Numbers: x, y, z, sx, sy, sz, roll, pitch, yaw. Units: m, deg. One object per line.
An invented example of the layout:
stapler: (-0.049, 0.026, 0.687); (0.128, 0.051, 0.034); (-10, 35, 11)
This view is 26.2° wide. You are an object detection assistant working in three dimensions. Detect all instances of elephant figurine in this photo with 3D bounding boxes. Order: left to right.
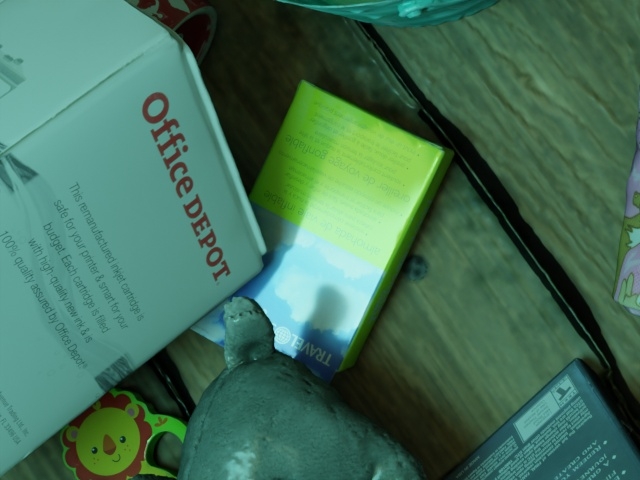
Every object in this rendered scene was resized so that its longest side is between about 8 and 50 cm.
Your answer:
elephant figurine: (-0.056, 0.197, 0.799); (0.186, 0.169, 0.239); (38, 67, 13)

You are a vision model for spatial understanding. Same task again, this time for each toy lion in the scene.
toy lion: (-0.127, 0.144, 0.934); (0.100, 0.034, 0.096); (-15, 77, 16)

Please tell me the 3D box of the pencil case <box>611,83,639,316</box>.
pencil case: (0.268, -0.122, 0.748); (0.167, 0.160, 0.386); (13, 95, 34)

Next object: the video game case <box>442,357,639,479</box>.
video game case: (0.116, 0.198, 0.750); (0.026, 0.274, 0.196); (40, 102, -22)

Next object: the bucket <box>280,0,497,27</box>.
bucket: (0.038, -0.258, 0.810); (0.281, 0.183, 0.281); (0, 90, 16)

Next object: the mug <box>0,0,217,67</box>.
mug: (-0.151, -0.177, 0.905); (0.169, 0.113, 0.150); (36, 101, 11)

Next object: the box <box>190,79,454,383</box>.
box: (0.000, 0.000, 0.889); (0.109, 0.042, 0.178); (28, 98, 16)

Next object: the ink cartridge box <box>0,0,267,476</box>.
ink cartridge box: (-0.190, 0.011, 0.782); (0.283, 0.207, 0.117); (-39, 52, -18)
